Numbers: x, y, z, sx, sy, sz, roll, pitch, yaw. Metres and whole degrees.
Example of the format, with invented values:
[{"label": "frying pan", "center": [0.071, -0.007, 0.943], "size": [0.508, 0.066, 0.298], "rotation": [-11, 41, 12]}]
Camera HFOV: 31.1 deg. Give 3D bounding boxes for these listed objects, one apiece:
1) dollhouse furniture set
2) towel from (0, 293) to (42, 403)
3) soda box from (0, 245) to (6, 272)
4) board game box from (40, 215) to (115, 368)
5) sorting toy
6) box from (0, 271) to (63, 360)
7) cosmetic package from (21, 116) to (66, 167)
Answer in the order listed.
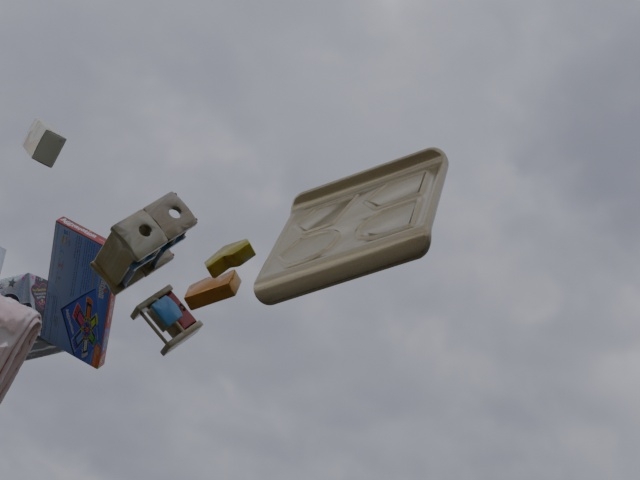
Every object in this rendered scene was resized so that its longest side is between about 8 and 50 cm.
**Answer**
[{"label": "dollhouse furniture set", "center": [-0.232, 0.049, 1.758], "size": [0.183, 0.129, 0.129], "rotation": [50, -38, 6]}, {"label": "towel", "center": [-0.532, 0.157, 1.310], "size": [0.332, 0.317, 0.053], "rotation": [22, -19, 11]}, {"label": "soda box", "center": [-0.614, 0.003, 1.833], "size": [0.069, 0.074, 0.216], "rotation": [-33, -53, 31]}, {"label": "board game box", "center": [-0.461, 0.103, 2.217], "size": [0.145, 0.027, 0.281], "rotation": [27, -57, 18]}, {"label": "sorting toy", "center": [0.000, 0.000, 1.338], "size": [0.307, 0.229, 0.041], "rotation": [-18, -65, 20]}, {"label": "box", "center": [-0.665, 0.170, 2.404], "size": [0.247, 0.142, 0.163], "rotation": [-14, -21, 18]}, {"label": "cosmetic package", "center": [-0.483, -0.172, 2.009], "size": [0.041, 0.060, 0.115], "rotation": [27, 3, -28]}]
